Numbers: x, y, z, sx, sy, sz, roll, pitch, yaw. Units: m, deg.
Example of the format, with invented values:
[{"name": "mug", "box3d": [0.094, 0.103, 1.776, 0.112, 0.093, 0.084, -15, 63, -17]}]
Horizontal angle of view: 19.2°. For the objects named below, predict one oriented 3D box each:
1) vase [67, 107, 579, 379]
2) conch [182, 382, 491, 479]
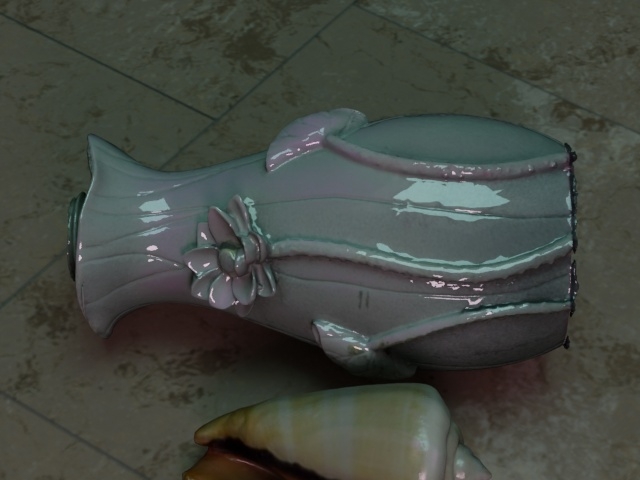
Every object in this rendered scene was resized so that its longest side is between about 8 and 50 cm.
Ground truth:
[{"name": "vase", "box3d": [0.000, 0.000, 1.685, 0.445, 0.250, 0.250, 1, 44, 3]}, {"name": "conch", "box3d": [0.022, 0.192, 1.579, 0.255, 0.127, 0.158, 4, 70, 31]}]
